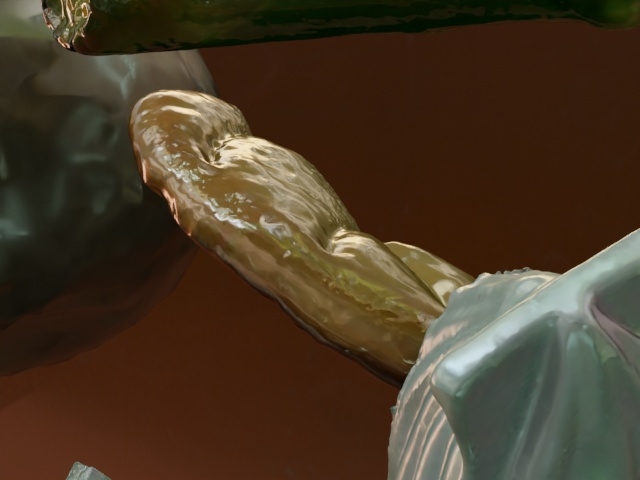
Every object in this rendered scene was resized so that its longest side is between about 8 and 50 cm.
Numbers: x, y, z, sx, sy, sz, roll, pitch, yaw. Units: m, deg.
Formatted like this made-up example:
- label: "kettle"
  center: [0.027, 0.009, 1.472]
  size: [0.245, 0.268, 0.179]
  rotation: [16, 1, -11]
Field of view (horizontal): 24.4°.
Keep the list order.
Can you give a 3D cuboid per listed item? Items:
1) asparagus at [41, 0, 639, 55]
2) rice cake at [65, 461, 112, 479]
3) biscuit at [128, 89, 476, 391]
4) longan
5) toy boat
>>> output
- label: "asparagus"
  center: [0.035, -0.118, 0.610]
  size: [0.343, 0.085, 0.082]
  rotation: [0, 68, 12]
- label: "rice cake"
  center: [-0.205, 0.308, 1.196]
  size: [0.043, 0.127, 0.237]
  rotation: [-2, 50, 41]
- label: "biscuit"
  center: [-0.003, -0.001, 0.795]
  size: [0.299, 0.154, 0.045]
  rotation: [37, 110, 25]
- label: "longan"
  center: [-0.314, -0.058, 1.381]
  size: [0.436, 0.404, 0.404]
  rotation: [-1, 61, 36]
- label: "toy boat"
  center: [0.098, 0.106, 0.582]
  size: [0.199, 0.290, 0.100]
  rotation: [-33, 47, -18]
